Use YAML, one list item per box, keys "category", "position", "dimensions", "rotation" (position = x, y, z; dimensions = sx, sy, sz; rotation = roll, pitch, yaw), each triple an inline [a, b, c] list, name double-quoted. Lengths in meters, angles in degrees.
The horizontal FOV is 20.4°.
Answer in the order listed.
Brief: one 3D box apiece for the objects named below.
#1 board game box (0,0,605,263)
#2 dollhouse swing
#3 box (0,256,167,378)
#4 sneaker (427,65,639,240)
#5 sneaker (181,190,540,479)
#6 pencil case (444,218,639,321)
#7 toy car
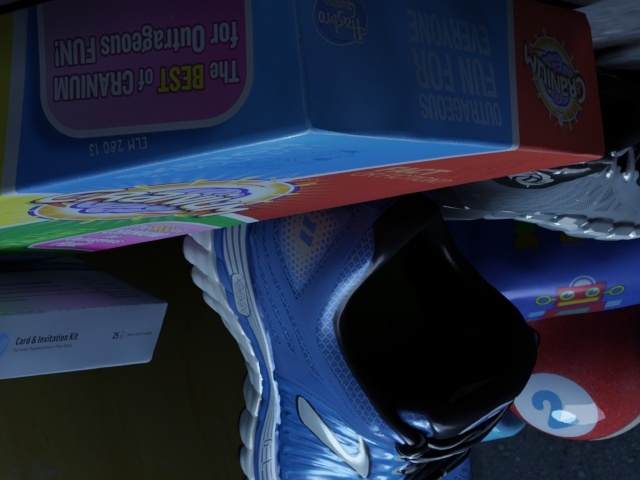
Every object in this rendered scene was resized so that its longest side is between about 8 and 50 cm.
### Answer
- category: "board game box"
  position: [-0.078, -0.042, 0.719]
  dimensions: [0.316, 0.064, 0.242]
  rotation: [-10, 175, 31]
- category: "dollhouse swing"
  position: [-0.112, 0.144, 1.286]
  dimensions: [0.347, 0.305, 0.315]
  rotation: [-6, 148, -18]
- category: "box"
  position: [-0.193, 0.015, 0.906]
  dimensions: [0.186, 0.038, 0.145]
  rotation: [23, -169, 28]
- category: "sneaker"
  position: [0.151, -0.049, 0.919]
  dimensions: [0.228, 0.086, 0.132]
  rotation: [-4, 173, -27]
- category: "sneaker"
  position: [0.036, 0.086, 0.925]
  dimensions: [0.147, 0.330, 0.130]
  rotation: [26, -121, 38]
- category: "pencil case"
  position: [0.139, -0.017, 1.070]
  dimensions: [0.306, 0.133, 0.119]
  rotation: [-8, 155, -6]
- category: "toy car"
  position: [0.130, 0.024, 1.212]
  dimensions: [0.219, 0.210, 0.238]
  rotation: [-18, 158, 39]
